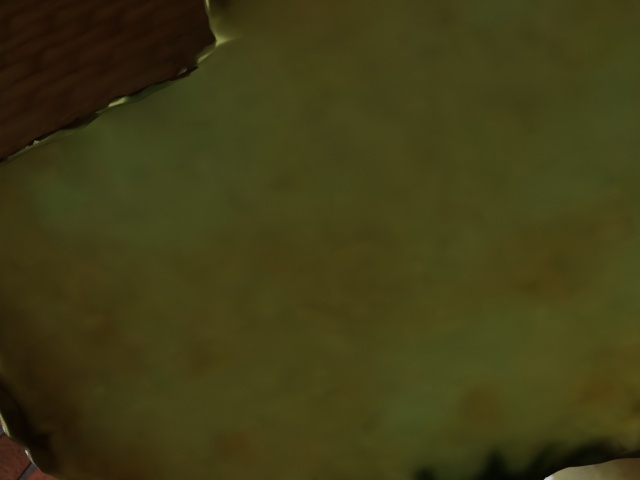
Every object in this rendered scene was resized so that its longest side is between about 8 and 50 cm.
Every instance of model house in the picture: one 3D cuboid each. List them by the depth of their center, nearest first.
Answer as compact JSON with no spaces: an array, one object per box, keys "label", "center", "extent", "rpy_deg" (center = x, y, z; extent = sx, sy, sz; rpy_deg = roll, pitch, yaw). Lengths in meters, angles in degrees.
[{"label":"model house","center":[0.015,-0.094,1.094],"extent":[0.395,0.445,0.400],"rpy_deg":[55,-165,-35]}]

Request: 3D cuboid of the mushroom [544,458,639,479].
[{"label":"mushroom","center":[0.244,0.259,1.822],"extent":[0.356,0.315,0.315],"rpy_deg":[-3,150,11]}]
